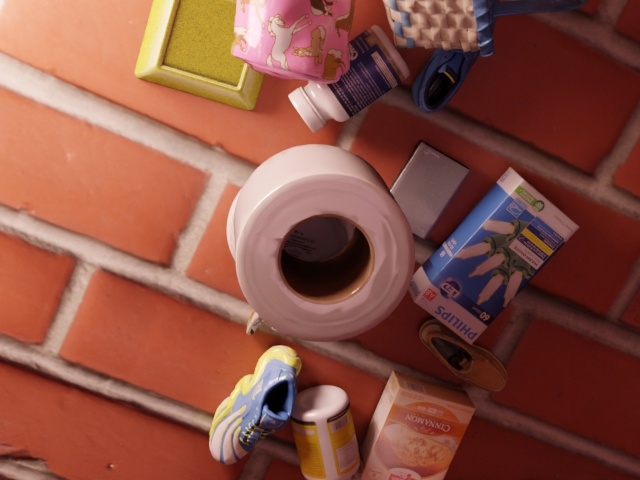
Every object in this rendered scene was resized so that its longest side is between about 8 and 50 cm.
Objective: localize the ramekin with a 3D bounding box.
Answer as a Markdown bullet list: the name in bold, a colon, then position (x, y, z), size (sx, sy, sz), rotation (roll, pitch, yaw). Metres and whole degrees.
- **ramekin**: position (-0.041, -0.005, 1.533), size (0.207, 0.109, 0.207), rotation (-2, 109, -6)

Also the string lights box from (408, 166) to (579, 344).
- **string lights box**: position (0.275, 0.026, 1.595), size (0.133, 0.077, 0.259), rotation (36, 102, -18)

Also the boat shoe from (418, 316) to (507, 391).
- **boat shoe**: position (0.243, 0.205, 1.656), size (0.190, 0.072, 0.068), rotation (33, 102, -16)

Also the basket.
- **basket**: position (0.223, -0.377, 1.335), size (0.289, 0.255, 0.201), rotation (0, 70, 11)

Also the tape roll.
- **tape roll**: position (0.000, 0.000, 1.392), size (0.246, 0.169, 0.246), rotation (-2, 109, -6)

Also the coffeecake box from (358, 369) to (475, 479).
- **coffeecake box**: position (0.160, 0.334, 1.694), size (0.142, 0.068, 0.185), rotation (17, 107, -13)

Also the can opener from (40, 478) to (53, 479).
- **can opener**: position (-0.410, 0.527, 1.695), size (0.095, 0.076, 0.283), rotation (-35, 110, 7)

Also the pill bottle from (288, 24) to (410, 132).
- **pill bottle**: position (0.040, -0.236, 1.468), size (0.169, 0.094, 0.094), rotation (-35, 109, 6)

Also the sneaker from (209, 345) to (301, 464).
- **sneaker**: position (-0.111, 0.288, 1.617), size (0.091, 0.126, 0.240), rotation (26, 104, -14)

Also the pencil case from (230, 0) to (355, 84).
- **pencil case**: position (-0.010, -0.412, 1.347), size (0.160, 0.167, 0.386), rotation (17, 102, 28)

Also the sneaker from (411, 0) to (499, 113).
- **sneaker**: position (0.210, -0.283, 1.480), size (0.069, 0.082, 0.209), rotation (29, 102, -13)

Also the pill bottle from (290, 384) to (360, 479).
- **pill bottle**: position (0.011, 0.346, 1.663), size (0.103, 0.103, 0.184), rotation (-11, 110, -2)

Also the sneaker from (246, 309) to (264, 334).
- **sneaker**: position (-0.093, 0.122, 1.611), size (0.037, 0.032, 0.083), rotation (24, 105, -13)

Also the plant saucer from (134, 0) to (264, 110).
- **plant saucer**: position (-0.161, -0.299, 1.451), size (0.188, 0.045, 0.188), rotation (15, 107, -12)

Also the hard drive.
- **hard drive**: position (0.163, -0.081, 1.574), size (0.094, 0.022, 0.135), rotation (28, 104, -15)
